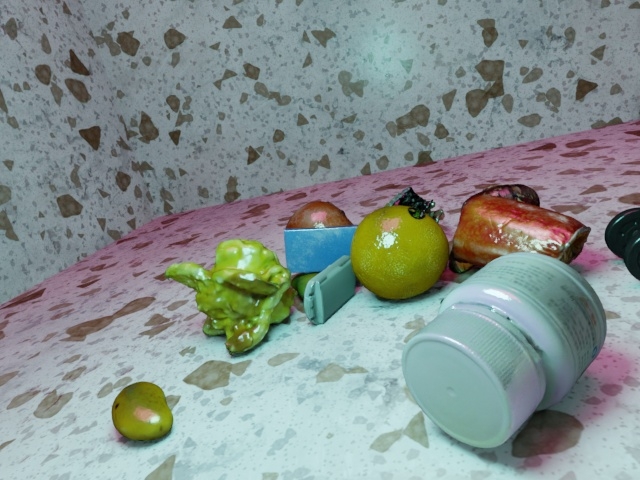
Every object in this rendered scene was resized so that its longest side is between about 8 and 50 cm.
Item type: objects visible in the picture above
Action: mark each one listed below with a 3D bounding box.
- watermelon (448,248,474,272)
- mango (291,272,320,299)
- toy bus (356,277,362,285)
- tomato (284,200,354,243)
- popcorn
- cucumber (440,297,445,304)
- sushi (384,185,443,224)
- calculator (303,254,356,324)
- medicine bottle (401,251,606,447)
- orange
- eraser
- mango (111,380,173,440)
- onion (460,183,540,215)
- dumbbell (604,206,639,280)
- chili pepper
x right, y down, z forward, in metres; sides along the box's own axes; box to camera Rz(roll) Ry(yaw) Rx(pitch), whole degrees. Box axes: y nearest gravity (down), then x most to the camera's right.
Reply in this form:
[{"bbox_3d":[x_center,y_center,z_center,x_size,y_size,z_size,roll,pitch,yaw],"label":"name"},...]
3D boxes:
[{"bbox_3d":[0.455,0.050,1.423,0.182,0.075,0.092,-27,66,-31],"label":"watermelon"},{"bbox_3d":[-0.019,0.139,1.431,0.122,0.085,0.191,-20,20,-14],"label":"mango"},{"bbox_3d":[0.135,0.101,1.484,0.037,0.052,0.130,1,24,20],"label":"toy bus"},{"bbox_3d":[0.000,0.000,1.567,0.265,0.264,0.265,-13,17,4],"label":"tomato"},{"bbox_3d":[-0.239,0.148,1.307,0.321,0.325,0.290,39,34,17],"label":"popcorn"},{"bbox_3d":[0.379,0.165,1.077,0.215,0.058,0.052,2,57,49],"label":"cucumber"},{"bbox_3d":[0.283,-0.041,1.536,0.225,0.218,0.238,-45,10,-25],"label":"sushi"},{"bbox_3d":[0.036,0.138,1.300,0.045,0.141,0.246,13,30,33],"label":"calculator"},{"bbox_3d":[0.310,0.177,0.777,0.302,0.241,0.241,-26,20,-34],"label":"medicine bottle"},{"bbox_3d":[0.220,0.034,1.275,0.274,0.274,0.274,-13,17,4],"label":"orange"},{"bbox_3d":[0.046,0.025,1.422,0.312,0.144,0.042,-4,9,0],"label":"eraser"},{"bbox_3d":[-0.390,0.373,0.987,0.115,0.090,0.178,-14,23,-27],"label":"mango"},{"bbox_3d":[0.596,-0.092,1.499,0.247,0.190,0.246,-17,-4,-1],"label":"onion"},{"bbox_3d":[0.789,0.010,1.093,0.143,0.143,0.325,-8,18,19],"label":"dumbbell"},{"bbox_3d":[0.546,0.010,1.230,0.251,0.229,0.305,9,14,-41],"label":"chili pepper"}]
